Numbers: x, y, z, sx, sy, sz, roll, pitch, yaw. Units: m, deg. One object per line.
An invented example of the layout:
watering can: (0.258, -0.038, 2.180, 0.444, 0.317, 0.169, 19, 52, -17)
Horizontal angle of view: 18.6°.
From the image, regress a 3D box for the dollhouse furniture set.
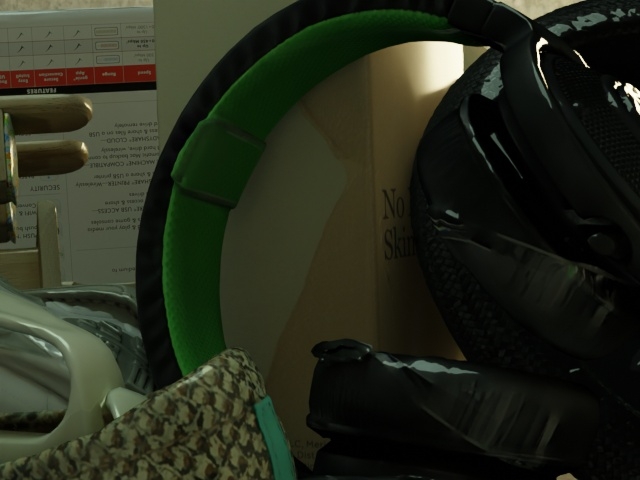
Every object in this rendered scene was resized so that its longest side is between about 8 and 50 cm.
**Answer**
dollhouse furniture set: (-0.147, 0.048, 1.206, 0.161, 0.212, 0.242, -3, -17, -10)

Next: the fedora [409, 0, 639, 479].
fedora: (0.197, 0.035, 1.017, 0.334, 0.334, 0.152, -4, -27, -11)

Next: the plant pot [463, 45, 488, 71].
plant pot: (0.080, 0.026, 1.233, 0.191, 0.284, 0.284, 33, 20, 22)

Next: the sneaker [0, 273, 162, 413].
sneaker: (-0.153, 0.079, 0.934, 0.232, 0.115, 0.090, 31, 16, 5)

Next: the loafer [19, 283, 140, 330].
loafer: (-0.231, 0.093, 1.012, 0.319, 0.112, 0.111, -19, -16, 1)

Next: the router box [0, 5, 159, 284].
router box: (-0.238, -0.008, 1.364, 0.335, 0.301, 0.082, -3, 2, -12)

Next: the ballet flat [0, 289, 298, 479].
ballet flat: (-0.227, 0.089, 0.833, 0.483, 0.182, 0.164, -1, 11, 23)

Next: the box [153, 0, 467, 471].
box: (0.000, 0.000, 1.022, 0.121, 0.311, 0.148, -1, 5, 24)

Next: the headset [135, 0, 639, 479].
headset: (0.068, 0.032, 0.807, 0.394, 0.243, 0.185, 29, 6, 32)
